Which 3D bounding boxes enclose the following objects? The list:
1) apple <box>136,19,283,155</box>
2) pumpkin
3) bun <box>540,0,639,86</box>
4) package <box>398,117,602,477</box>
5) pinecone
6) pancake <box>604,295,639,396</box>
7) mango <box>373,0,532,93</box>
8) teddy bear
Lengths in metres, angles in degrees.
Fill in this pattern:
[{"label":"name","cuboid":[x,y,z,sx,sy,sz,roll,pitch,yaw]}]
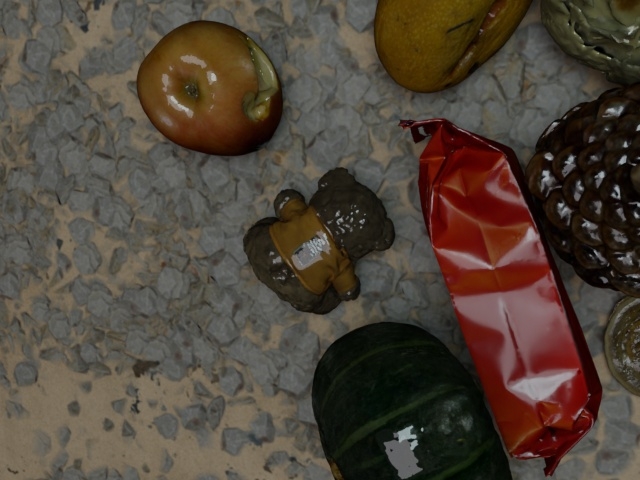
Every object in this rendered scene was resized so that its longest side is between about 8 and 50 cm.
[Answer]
[{"label":"apple","cuboid":[-0.141,-0.194,0.912,0.199,0.199,0.199,3,101,16]},{"label":"pumpkin","cuboid":[0.107,0.237,0.861,0.207,0.300,0.300,-26,92,-10]},{"label":"bun","cuboid":[0.351,-0.258,0.721,0.259,0.152,0.260,21,133,24]},{"label":"package","cuboid":[0.216,0.042,0.838,0.123,0.196,0.424,-20,93,17]},{"label":"pinecone","cuboid":[0.335,-0.054,0.746,0.224,0.272,0.225,2,95,20]},{"label":"pancake","cuboid":[0.424,0.128,0.880,0.151,0.025,0.152,3,102,16]},{"label":"mango","cuboid":[0.165,-0.292,0.792,0.295,0.177,0.120,-60,42,41]},{"label":"teddy bear","cuboid":[0.000,0.000,0.934,0.190,0.140,0.177,-41,84,11]}]
